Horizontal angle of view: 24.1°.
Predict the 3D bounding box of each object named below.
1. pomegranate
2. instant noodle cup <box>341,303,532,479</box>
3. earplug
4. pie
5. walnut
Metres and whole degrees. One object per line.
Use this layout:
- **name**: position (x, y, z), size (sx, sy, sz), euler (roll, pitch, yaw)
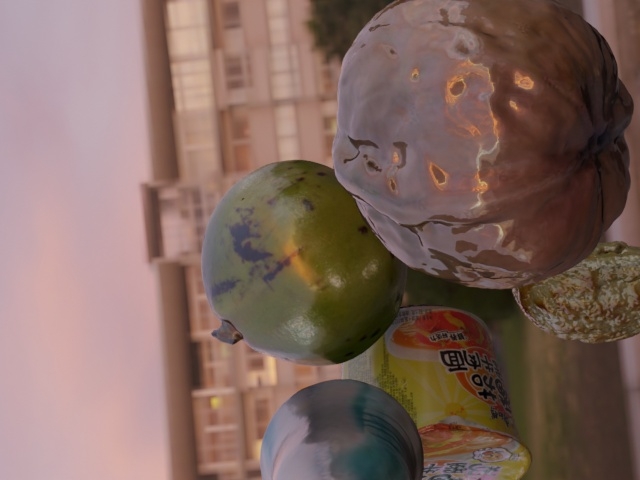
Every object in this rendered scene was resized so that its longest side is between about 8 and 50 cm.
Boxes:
- **pomegranate**: position (0.000, 0.000, 1.839), size (0.340, 0.260, 0.260), euler (-55, -6, 1)
- **instant noodle cup**: position (0.138, 0.221, 1.993), size (0.264, 0.264, 0.200), euler (75, -173, -56)
- **earplug**: position (0.018, 0.256, 1.529), size (0.324, 0.185, 0.185), euler (-54, -42, -86)
- **pie**: position (0.366, 0.060, 1.893), size (0.201, 0.248, 0.090), euler (53, -144, -54)
- **walnut**: position (0.122, -0.082, 1.178), size (0.248, 0.248, 0.248), euler (-6, -90, -84)
